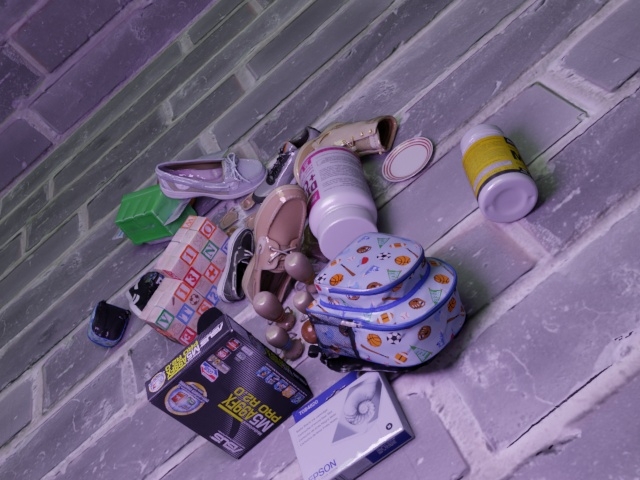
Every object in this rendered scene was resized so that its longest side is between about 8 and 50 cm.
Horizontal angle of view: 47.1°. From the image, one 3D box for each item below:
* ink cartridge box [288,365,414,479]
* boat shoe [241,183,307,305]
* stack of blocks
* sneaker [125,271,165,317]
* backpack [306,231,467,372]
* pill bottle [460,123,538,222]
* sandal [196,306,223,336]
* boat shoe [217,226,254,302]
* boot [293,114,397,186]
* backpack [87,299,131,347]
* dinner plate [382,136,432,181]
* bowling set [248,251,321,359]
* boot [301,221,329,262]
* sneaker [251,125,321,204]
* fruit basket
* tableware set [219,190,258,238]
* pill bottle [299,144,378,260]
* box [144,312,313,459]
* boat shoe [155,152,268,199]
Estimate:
[{"bbox_3d":[0.044,0.343,1.399,0.223,0.045,0.224,-38,36,9],"label":"ink cartridge box"},{"bbox_3d":[-0.092,0.028,1.693,0.110,0.121,0.341,-120,37,-45],"label":"boat shoe"},{"bbox_3d":[-0.342,0.104,1.911,0.087,0.171,0.297,8,61,48],"label":"stack of blocks"},{"bbox_3d":[-0.479,0.151,2.075,0.121,0.079,0.217,-49,34,-4],"label":"sneaker"},{"bbox_3d":[0.133,0.114,1.389,0.263,0.213,0.276,14,47,35],"label":"backpack"},{"bbox_3d":[0.359,-0.144,1.508,0.119,0.119,0.208,-31,38,19],"label":"pill bottle"},{"bbox_3d":[-0.273,0.255,1.790,0.097,0.054,0.254,-38,36,9],"label":"sandal"},{"bbox_3d":[-0.201,0.060,1.904,0.070,0.078,0.219,-12,55,38],"label":"boat shoe"},{"bbox_3d":[0.066,-0.232,1.884,0.203,0.095,0.262,-2,34,41],"label":"boot"},{"bbox_3d":[-0.613,0.246,2.099,0.084,0.105,0.114,-44,29,42],"label":"backpack"},{"bbox_3d":[0.214,-0.195,1.791,0.141,0.017,0.141,-26,41,24],"label":"dinner plate"},{"bbox_3d":[-0.058,0.191,1.600,0.287,0.154,0.200,-47,54,-6],"label":"bowling set"},{"bbox_3d":[0.000,0.000,1.790,0.114,0.037,0.106,8,73,52],"label":"boot"},{"bbox_3d":[-0.094,-0.209,2.033,0.271,0.108,0.100,-44,37,4],"label":"sneaker"},{"bbox_3d":[-0.472,-0.142,2.338,0.327,0.165,0.353,-13,31,36],"label":"fruit basket"},{"bbox_3d":[-0.229,-0.060,2.092,0.141,0.020,0.169,-36,36,12],"label":"tableware set"},{"bbox_3d":[0.044,-0.087,1.726,0.160,0.160,0.283,-33,37,16],"label":"pill bottle"},{"bbox_3d":[-0.178,0.299,1.471,0.216,0.270,0.060,-41,35,4],"label":"box"},{"bbox_3d":[-0.315,-0.193,2.138,0.320,0.103,0.118,-2,58,0],"label":"boat shoe"}]
